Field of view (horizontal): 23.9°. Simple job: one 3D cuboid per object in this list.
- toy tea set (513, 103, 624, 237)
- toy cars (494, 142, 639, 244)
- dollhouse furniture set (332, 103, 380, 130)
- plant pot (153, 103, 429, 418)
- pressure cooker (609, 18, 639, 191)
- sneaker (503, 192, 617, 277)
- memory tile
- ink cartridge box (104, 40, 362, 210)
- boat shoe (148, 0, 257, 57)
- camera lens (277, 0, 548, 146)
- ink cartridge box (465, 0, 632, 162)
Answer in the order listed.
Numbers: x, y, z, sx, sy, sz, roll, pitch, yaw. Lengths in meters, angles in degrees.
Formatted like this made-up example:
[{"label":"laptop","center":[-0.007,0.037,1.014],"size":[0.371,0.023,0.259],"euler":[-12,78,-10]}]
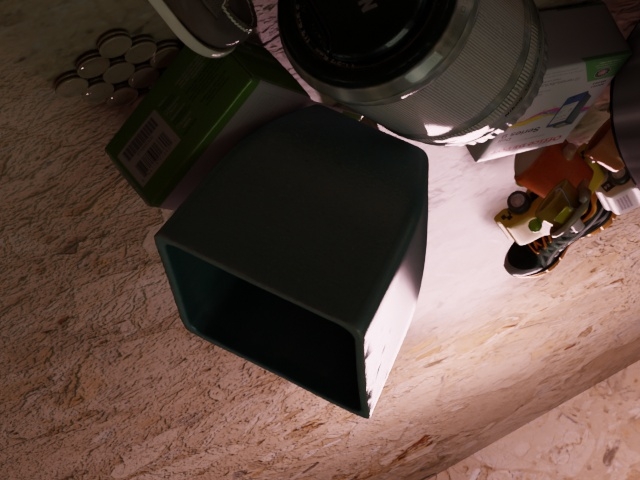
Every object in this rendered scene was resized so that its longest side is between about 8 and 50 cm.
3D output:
[{"label":"toy tea set","center":[0.387,-0.168,2.155],"size":[0.336,0.124,0.200],"euler":[-50,-174,14]},{"label":"toy cars","center":[0.454,-0.078,2.381],"size":[0.394,0.087,0.176],"euler":[-16,143,-30]},{"label":"dollhouse furniture set","center":[-0.017,-0.048,1.940],"size":[0.242,0.161,0.212],"euler":[-28,158,9]},{"label":"plant pot","center":[0.000,0.000,1.675],"size":[0.252,0.248,0.247],"euler":[-59,163,-22]},{"label":"pressure cooker","center":[0.593,-0.178,1.847],"size":[0.369,0.376,0.420],"euler":[-62,-169,-4]},{"label":"sneaker","center":[0.393,-0.018,2.536],"size":[0.215,0.084,0.083],"euler":[-38,152,10]},{"label":"memory tile","center":[-0.207,-0.183,1.645],"size":[0.113,0.012,0.148],"euler":[-38,153,30]},{"label":"ink cartridge box","center":[-0.093,-0.123,1.733],"size":[0.189,0.097,0.255],"euler":[-49,155,17]},{"label":"boat shoe","center":[-0.128,-0.271,1.402],"size":[0.097,0.116,0.324],"euler":[-27,152,14]},{"label":"camera lens","center":[0.100,-0.224,1.589],"size":[0.219,0.219,0.274],"euler":[-32,156,19]},{"label":"ink cartridge box","center":[0.284,-0.206,1.985],"size":[0.154,0.093,0.212],"euler":[-13,157,-27]}]
